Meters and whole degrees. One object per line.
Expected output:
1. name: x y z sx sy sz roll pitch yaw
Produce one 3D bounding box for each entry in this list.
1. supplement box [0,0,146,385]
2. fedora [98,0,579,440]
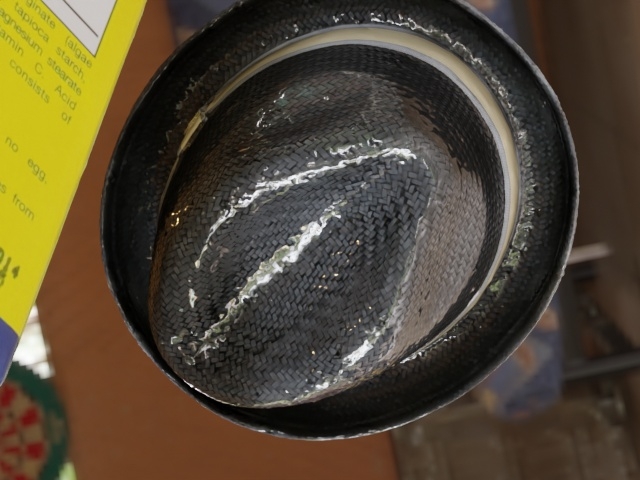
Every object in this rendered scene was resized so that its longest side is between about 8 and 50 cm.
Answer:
1. supplement box: -0.221 -0.111 0.861 0.194 0.195 0.357 47 -136 -35
2. fedora: 0.000 0.000 1.169 0.152 0.334 0.334 -61 -38 -69
